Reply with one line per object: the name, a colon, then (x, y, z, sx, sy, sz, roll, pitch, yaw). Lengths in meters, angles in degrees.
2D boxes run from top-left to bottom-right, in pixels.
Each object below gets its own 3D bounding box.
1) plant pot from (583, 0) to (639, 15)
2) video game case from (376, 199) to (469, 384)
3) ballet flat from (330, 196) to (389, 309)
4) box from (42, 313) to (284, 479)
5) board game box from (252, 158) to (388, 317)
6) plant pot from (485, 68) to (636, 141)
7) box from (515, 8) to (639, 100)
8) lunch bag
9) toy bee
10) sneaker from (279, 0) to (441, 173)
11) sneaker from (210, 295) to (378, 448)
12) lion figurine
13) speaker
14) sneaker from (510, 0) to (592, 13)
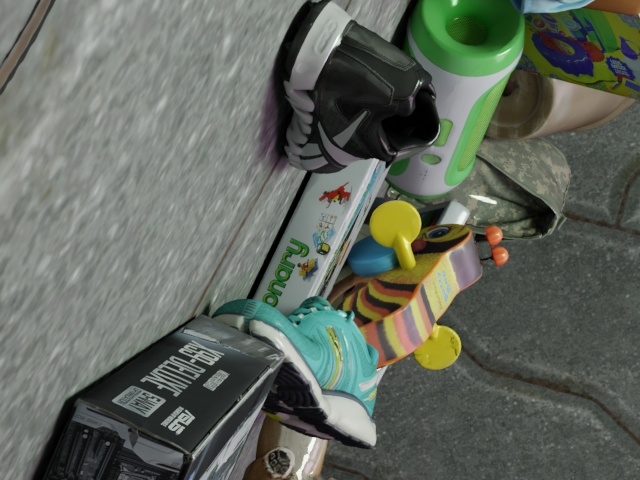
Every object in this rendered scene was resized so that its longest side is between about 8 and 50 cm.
plant pot: (0.213, -0.316, 0.918, 0.290, 0.204, 0.291, -62, 172, -15)
video game case: (0.068, 0.103, 1.532, 0.329, 0.036, 0.300, -60, -171, -9)
ballet flat: (0.043, 0.037, 1.525, 0.203, 0.074, 0.074, -63, 174, 11)
box: (-0.139, 0.218, 0.739, 0.307, 0.077, 0.242, -66, 174, 10)
board game box: (0.000, 0.000, 1.099, 0.305, 0.053, 0.193, -64, 174, 2)
plant pot: (0.363, -0.300, 1.880, 0.280, 0.323, 0.323, -36, 155, -44)
box: (0.349, -0.317, 1.208, 0.279, 0.177, 0.290, -45, -148, -8)
lunch bag: (0.291, -0.110, 1.942, 0.235, 0.287, 0.168, -54, 168, -61)
toy bee: (0.112, 0.025, 1.216, 0.195, 0.162, 0.298, 57, 33, -41)
sneaker: (0.031, -0.083, 0.796, 0.078, 0.106, 0.234, -62, 173, -12)
sneaker: (-0.020, 0.097, 0.958, 0.275, 0.107, 0.109, 46, 55, -61)
lion figurine: (-0.033, 0.219, 1.327, 0.392, 0.142, 0.240, -67, -172, -27)
speaker: (0.137, -0.161, 1.254, 0.131, 0.131, 0.296, -61, 173, -26)
sneaker: (0.190, -0.220, 0.748, 0.135, 0.366, 0.150, -105, -147, -40)
